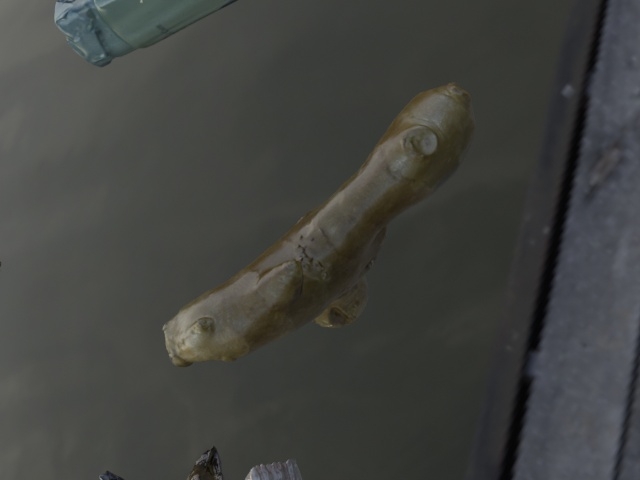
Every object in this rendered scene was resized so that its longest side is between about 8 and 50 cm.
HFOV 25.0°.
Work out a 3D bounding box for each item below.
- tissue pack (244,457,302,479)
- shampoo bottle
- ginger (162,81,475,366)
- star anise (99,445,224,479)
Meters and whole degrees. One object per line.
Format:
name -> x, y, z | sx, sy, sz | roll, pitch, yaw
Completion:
tissue pack -> -0.030, 0.419, 1.557 | 0.170, 0.071, 0.325 | 115, 143, -48
shampoo bottle -> -0.048, -0.156, 0.795 | 0.212, 0.049, 0.072 | -20, 9, 24
ginger -> 0.018, 0.002, 1.576 | 0.122, 0.348, 0.363 | 47, 125, 8
star anise -> -0.146, 0.401, 1.726 | 0.118, 0.331, 0.332 | 104, 169, -55
